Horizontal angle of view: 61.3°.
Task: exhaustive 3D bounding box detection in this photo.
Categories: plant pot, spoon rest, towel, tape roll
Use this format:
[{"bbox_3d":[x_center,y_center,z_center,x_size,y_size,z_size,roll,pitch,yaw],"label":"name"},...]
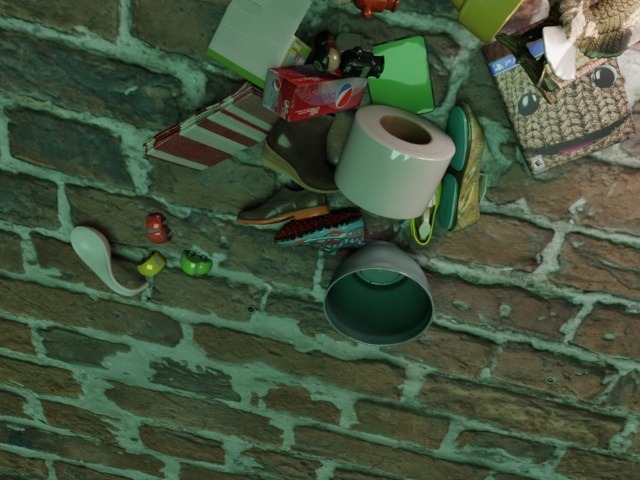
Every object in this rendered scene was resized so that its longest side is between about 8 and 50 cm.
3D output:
[{"bbox_3d":[0.165,0.124,1.503,0.293,0.196,0.293,5,130,6],"label":"plant pot"},{"bbox_3d":[-0.652,0.068,1.643,0.137,0.084,0.276,-33,106,36],"label":"spoon rest"},{"bbox_3d":[-0.239,-0.266,1.323,0.329,0.237,0.037,-23,76,21],"label":"towel"},{"bbox_3d":[0.171,-0.189,1.273,0.246,0.246,0.169,17,126,-3],"label":"tape roll"},{"bbox_3d":[0.315,-0.556,1.032,0.239,0.254,0.254,40,121,1],"label":"plant pot"}]

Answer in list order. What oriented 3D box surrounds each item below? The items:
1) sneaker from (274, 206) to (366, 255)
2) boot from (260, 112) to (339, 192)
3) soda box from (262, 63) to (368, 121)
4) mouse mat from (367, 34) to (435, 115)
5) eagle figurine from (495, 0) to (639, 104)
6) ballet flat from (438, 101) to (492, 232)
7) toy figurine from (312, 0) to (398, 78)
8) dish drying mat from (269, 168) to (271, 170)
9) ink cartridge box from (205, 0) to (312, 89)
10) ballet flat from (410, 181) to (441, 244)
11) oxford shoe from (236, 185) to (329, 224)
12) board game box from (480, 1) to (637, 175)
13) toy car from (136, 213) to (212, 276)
[{"bbox_3d":[0.000,0.000,1.509,0.262,0.104,0.125,-10,123,15],"label":"sneaker"},{"bbox_3d":[-0.009,-0.227,1.333,0.249,0.090,0.207,18,136,-20],"label":"boot"},{"bbox_3d":[-0.006,-0.334,1.195,0.092,0.263,0.083,36,128,24],"label":"soda box"},{"bbox_3d":[0.187,-0.383,1.291,0.153,0.007,0.189,-8,120,14],"label":"mouse mat"},{"bbox_3d":[0.476,-0.422,0.964,0.298,0.226,0.225,-39,69,26],"label":"eagle figurine"},{"bbox_3d":[0.367,-0.180,1.343,0.123,0.123,0.348,3,122,7],"label":"ballet flat"},{"bbox_3d":[0.061,-0.460,1.137,0.148,0.209,0.213,4,125,-9],"label":"toy figurine"},{"bbox_3d":[-0.106,-0.214,1.442,0.083,0.008,0.032,-19,119,19],"label":"dish drying mat"},{"bbox_3d":[-0.107,-0.472,1.186,0.189,0.097,0.255,35,103,18],"label":"ink cartridge box"},{"bbox_3d":[0.278,-0.089,1.425,0.077,0.077,0.230,3,123,5],"label":"ballet flat"},{"bbox_3d":[-0.109,-0.099,1.485,0.272,0.097,0.098,-8,93,16],"label":"oxford shoe"},{"bbox_3d":[0.523,-0.332,1.193,0.232,0.141,0.291,-23,117,21],"label":"board game box"},{"bbox_3d":[-0.442,0.052,1.636,0.225,0.053,0.239,21,123,-5],"label":"toy car"}]
